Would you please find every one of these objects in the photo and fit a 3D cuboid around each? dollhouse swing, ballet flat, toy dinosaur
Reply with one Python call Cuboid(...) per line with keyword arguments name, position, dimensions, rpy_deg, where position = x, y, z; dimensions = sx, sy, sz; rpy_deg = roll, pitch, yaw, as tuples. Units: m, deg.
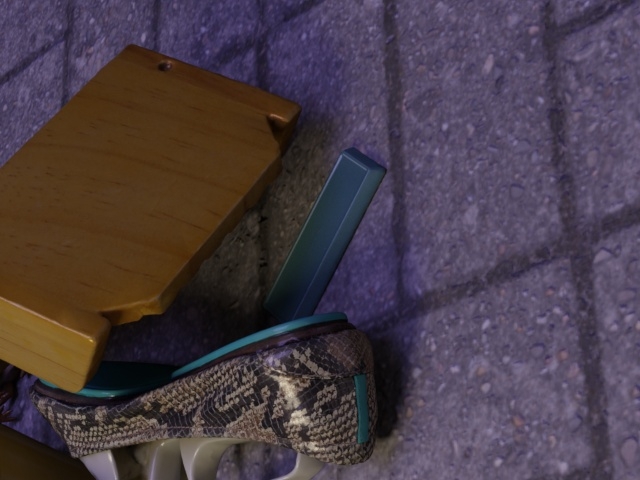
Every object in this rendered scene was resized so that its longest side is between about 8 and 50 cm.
Cuboid(name="dollhouse swing", position=(-0.212, 0.030, 1.602), dimensions=(0.315, 0.305, 0.347), rpy_deg=(22, 53, 24))
Cuboid(name="ballet flat", position=(-0.130, 0.189, 1.500), dimensions=(0.483, 0.164, 0.182), rpy_deg=(-13, 85, 45))
Cuboid(name="toy dinosaur", position=(-0.409, 0.179, 1.908), dimensions=(0.211, 0.064, 0.112), rpy_deg=(-41, 28, 19))

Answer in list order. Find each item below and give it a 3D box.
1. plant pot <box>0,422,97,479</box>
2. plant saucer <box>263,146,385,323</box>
Cuboid(name="plant pot", position=(-0.383, 0.300, 1.665), dimensions=(0.254, 0.239, 0.254), rpy_deg=(-23, 58, 42))
Cuboid(name="plant saucer", position=(0.000, 0.000, 1.518), dimensions=(0.067, 0.018, 0.192), rpy_deg=(38, 103, 50))
